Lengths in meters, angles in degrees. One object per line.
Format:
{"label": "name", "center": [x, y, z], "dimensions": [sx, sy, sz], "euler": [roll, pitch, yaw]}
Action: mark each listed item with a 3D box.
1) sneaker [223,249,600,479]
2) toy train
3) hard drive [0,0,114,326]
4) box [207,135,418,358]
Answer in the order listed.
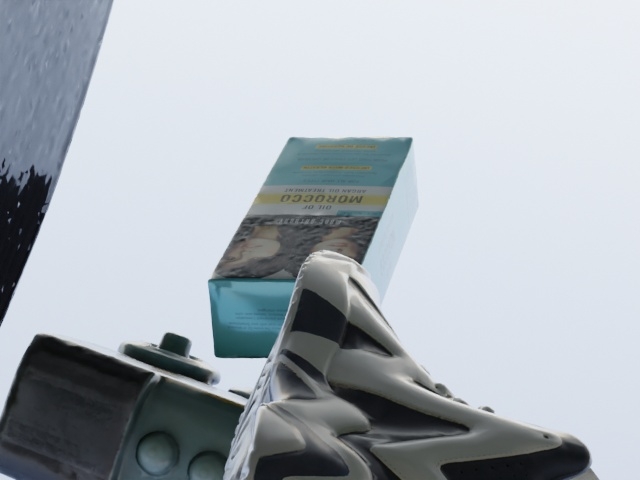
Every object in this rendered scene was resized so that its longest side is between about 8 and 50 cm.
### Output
{"label": "sneaker", "center": [0.043, 0.092, 0.793], "dimensions": [0.153, 0.094, 0.235], "euler": [22, -164, -3]}
{"label": "toy train", "center": [-0.059, 0.155, 1.275], "dimensions": [0.334, 0.142, 0.190], "euler": [20, 179, 15]}
{"label": "hard drive", "center": [-0.139, -0.032, 0.644], "dimensions": [0.054, 0.255, 0.172], "euler": [16, 167, 13]}
{"label": "box", "center": [0.000, 0.000, 1.337], "dimensions": [0.100, 0.060, 0.244], "euler": [1, -155, 12]}
